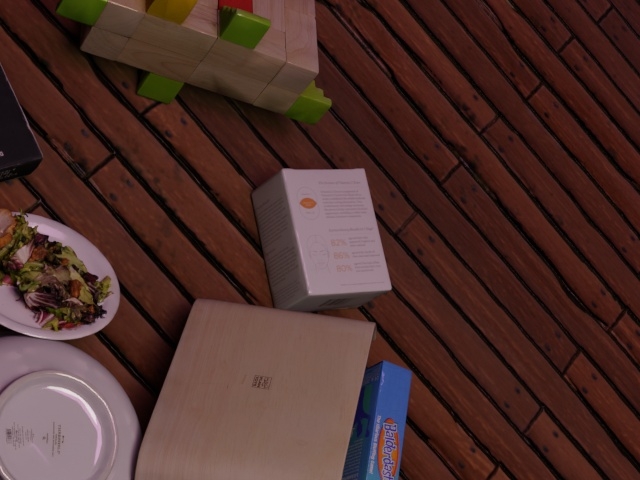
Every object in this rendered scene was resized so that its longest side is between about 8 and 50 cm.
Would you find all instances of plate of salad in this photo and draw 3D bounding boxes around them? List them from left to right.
[{"bbox_3d":[-0.318,0.031,1.527,0.200,0.048,0.199,21,35,-16],"label":"plate of salad"}]

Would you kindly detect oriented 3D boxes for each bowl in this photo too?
[{"bbox_3d":[-0.305,0.222,1.438,0.298,0.134,0.297,13,63,-28],"label":"bowl"}]

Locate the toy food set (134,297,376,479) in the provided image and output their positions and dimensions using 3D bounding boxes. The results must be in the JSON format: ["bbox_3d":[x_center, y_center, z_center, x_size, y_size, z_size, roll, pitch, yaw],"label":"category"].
[{"bbox_3d":[-0.066,0.193,1.542,0.220,0.092,0.306,8,42,6],"label":"toy food set"}]

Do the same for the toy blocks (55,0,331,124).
[{"bbox_3d":[-0.155,-0.330,1.756,0.381,0.191,0.260,16,52,-25],"label":"toy blocks"}]

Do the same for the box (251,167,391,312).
[{"bbox_3d":[0.000,0.000,1.746,0.130,0.091,0.170,-2,72,-32],"label":"box"}]

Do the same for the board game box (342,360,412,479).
[{"bbox_3d":[0.036,0.265,1.616,0.047,0.160,0.210,23,60,-23],"label":"board game box"}]

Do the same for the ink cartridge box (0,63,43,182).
[{"bbox_3d":[-0.479,-0.225,1.563,0.176,0.069,0.370,-21,80,-36],"label":"ink cartridge box"}]
